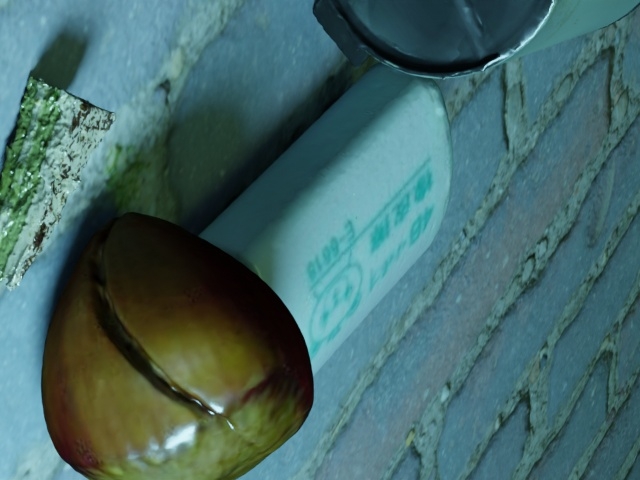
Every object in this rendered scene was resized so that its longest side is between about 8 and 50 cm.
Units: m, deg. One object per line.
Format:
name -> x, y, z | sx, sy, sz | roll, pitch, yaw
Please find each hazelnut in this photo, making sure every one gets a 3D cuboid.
hazelnut -> -0.108, 0.077, 1.371 | 0.208, 0.208, 0.208 | -46, 146, -43

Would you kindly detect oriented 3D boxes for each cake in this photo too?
cake -> -0.186, -0.039, 1.248 | 0.140, 0.051, 0.055 | -64, 150, -14

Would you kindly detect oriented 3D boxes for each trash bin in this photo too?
trash bin -> 0.146, -0.257, 1.587 | 0.277, 0.217, 0.262 | -38, 173, 30

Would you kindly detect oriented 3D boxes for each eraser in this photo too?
eraser -> 0.000, 0.000, 1.614 | 0.290, 0.104, 0.189 | -47, 151, -41
